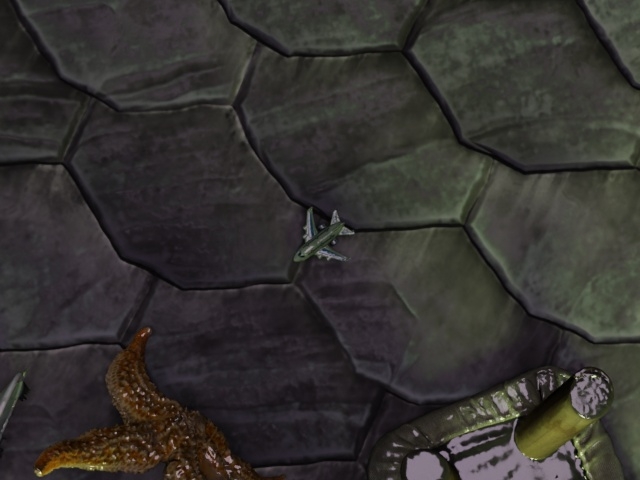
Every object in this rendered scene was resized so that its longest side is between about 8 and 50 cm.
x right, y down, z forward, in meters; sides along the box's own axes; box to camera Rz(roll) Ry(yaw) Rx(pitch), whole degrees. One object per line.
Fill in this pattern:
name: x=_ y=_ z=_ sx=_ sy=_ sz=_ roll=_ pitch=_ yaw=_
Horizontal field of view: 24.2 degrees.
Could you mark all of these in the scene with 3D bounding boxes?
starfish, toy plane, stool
starfish: x=-0.151 y=0.265 z=1.712 sx=0.293 sy=0.301 sz=0.084 roll=43 pitch=115 yaw=-6
toy plane: x=0.000 y=0.000 z=1.857 sx=0.083 sy=0.033 sz=0.080 roll=-37 pitch=92 yaw=-2
stool: x=0.246 y=0.329 z=1.766 sx=0.310 sy=0.226 sz=0.310 roll=-25 pitch=89 yaw=-7

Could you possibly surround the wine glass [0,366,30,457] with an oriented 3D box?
wine glass: x=-0.503 y=0.157 z=1.724 sx=0.321 sy=0.143 sz=0.143 roll=21 pitch=83 yaw=-3
